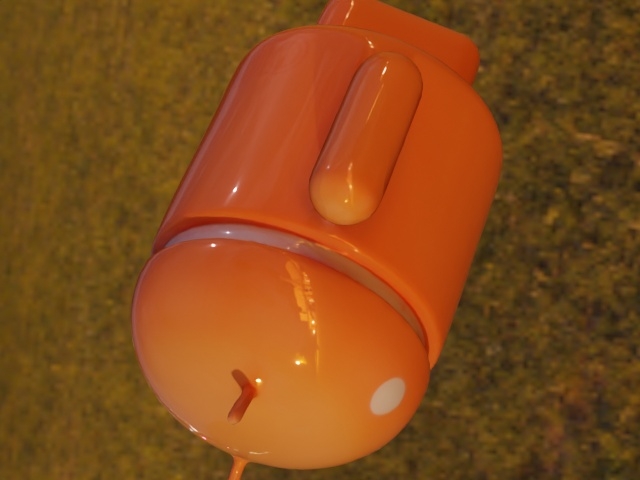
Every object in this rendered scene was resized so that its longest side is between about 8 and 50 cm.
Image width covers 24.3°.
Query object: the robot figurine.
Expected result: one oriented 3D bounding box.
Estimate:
[{"bbox_3d":[0.000,0.001,0.616,0.158,0.128,0.219,-12,44,42],"label":"robot figurine"}]
